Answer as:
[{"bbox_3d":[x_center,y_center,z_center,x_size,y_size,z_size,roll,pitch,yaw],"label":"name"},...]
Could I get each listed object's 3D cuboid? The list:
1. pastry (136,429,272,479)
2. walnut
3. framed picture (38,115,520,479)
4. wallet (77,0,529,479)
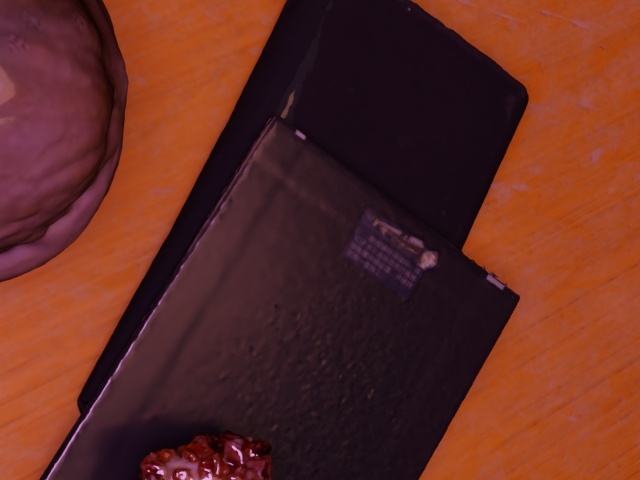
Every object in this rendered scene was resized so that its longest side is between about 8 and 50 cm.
[{"bbox_3d":[-0.085,0.232,0.898,0.115,0.097,0.208,9,90,-13],"label":"pastry"},{"bbox_3d":[-0.231,-0.087,0.820,0.248,0.248,0.248,1,87,-26],"label":"walnut"},{"bbox_3d":[-0.024,0.116,0.977,0.255,0.014,0.338,35,78,-20],"label":"framed picture"},{"bbox_3d":[-0.001,0.000,1.035,0.228,0.062,0.406,32,75,-22],"label":"wallet"}]
